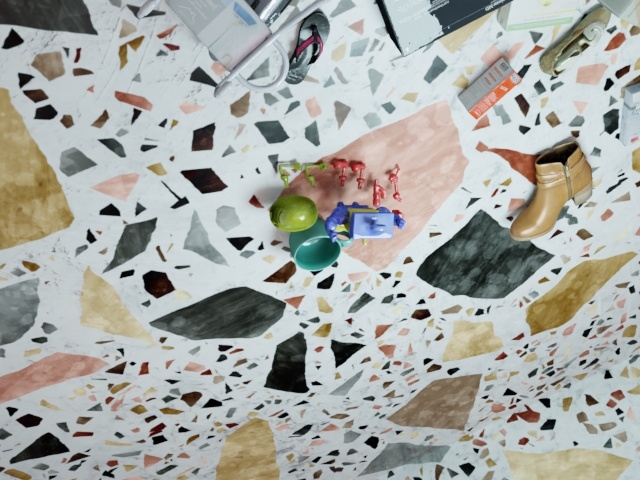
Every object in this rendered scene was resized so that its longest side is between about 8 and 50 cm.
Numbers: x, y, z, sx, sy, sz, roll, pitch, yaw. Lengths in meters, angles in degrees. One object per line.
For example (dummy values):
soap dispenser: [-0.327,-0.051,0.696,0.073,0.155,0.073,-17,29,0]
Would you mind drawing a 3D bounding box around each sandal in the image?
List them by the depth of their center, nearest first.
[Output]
sandal: [-0.026,-0.406,1.540,0.067,0.040,0.179,8,130,-27]

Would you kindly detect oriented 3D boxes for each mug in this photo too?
mug: [-0.008,0.006,1.915,0.158,0.097,0.129,12,127,-31]

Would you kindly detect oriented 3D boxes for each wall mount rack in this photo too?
wall mount rack: [-0.153,-0.442,1.318,0.304,0.130,0.350,-40,111,11]

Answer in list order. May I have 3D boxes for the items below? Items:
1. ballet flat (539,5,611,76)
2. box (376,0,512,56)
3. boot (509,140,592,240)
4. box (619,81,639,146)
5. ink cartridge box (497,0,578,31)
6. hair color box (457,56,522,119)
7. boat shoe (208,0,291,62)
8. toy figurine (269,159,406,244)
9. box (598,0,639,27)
ballet flat: [0.619,-0.467,1.703,0.073,0.067,0.206,27,119,-37]
box: [0.247,-0.530,1.477,0.261,0.103,0.184,-26,133,5]
boot: [0.634,-0.136,2.004,0.283,0.109,0.220,-30,137,7]
box: [0.894,-0.356,1.938,0.145,0.038,0.186,-20,136,-1]
ink cartridge box: [0.491,-0.581,1.554,0.171,0.056,0.235,-10,137,-11]
hair color box: [0.406,-0.366,1.721,0.141,0.072,0.043,-42,132,22]
boat shoe: [-0.133,-0.444,1.447,0.228,0.080,0.076,-47,154,20]
toy figurine: [0.081,-0.079,1.739,0.363,0.217,0.191,1,108,-22]
box: [0.803,-0.554,1.647,0.311,0.121,0.148,8,130,-27]
